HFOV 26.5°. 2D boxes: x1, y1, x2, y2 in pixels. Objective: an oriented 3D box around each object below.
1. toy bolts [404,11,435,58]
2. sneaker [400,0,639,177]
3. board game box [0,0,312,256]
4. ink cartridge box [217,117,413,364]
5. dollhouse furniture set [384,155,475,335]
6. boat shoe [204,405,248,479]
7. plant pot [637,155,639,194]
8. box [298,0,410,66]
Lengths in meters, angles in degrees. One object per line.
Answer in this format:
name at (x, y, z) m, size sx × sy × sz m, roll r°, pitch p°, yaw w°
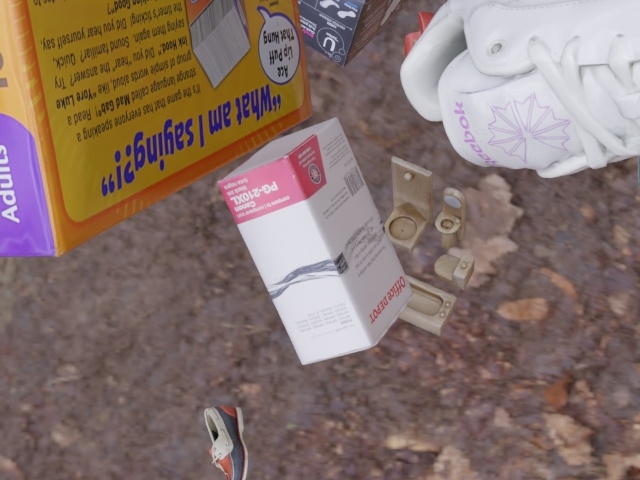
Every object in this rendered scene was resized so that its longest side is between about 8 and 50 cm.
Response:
toy bolts at (0.201, -0.337, 1.825) m, size 0.158 × 0.218 × 0.229 m, roll -3°, pitch 79°, yaw -12°
sneaker at (0.143, -0.065, 0.550) m, size 0.152 × 0.114 × 0.305 m, roll -38°, pitch 25°, yaw -12°
board game box at (-0.253, -0.206, 0.899) m, size 0.356 × 0.356 × 0.356 m, roll -1°, pitch 106°, yaw 24°
ink cartridge box at (0.000, 0.000, 1.571) m, size 0.100 × 0.172 × 0.237 m, roll -19°, pitch 102°, yaw 26°
dollhouse furniture set at (0.124, 0.007, 1.744) m, size 0.144 × 0.123 × 0.151 m, roll 24°, pitch 64°, yaw 18°
boat shoe at (-0.112, 0.249, 1.618) m, size 0.137 × 0.043 × 0.049 m, roll -103°, pitch 25°, yaw -50°
plant pot at (0.556, -0.069, 1.353) m, size 0.334 × 0.341 × 0.341 m, roll 34°, pitch 101°, yaw 57°
box at (0.046, -0.414, 2.121) m, size 0.163 × 0.247 × 0.142 m, roll 31°, pitch 139°, yaw 11°
